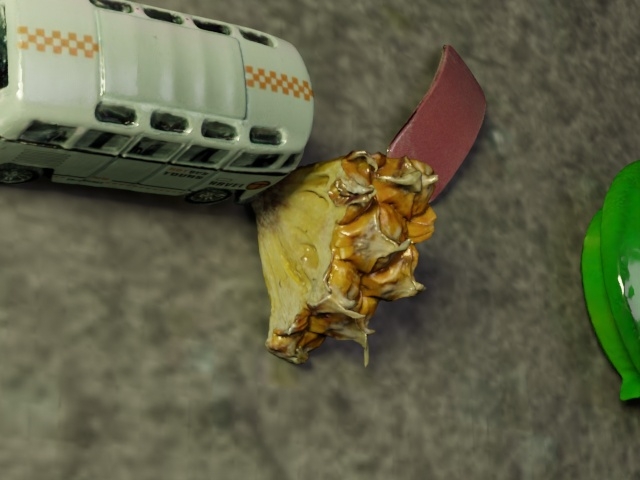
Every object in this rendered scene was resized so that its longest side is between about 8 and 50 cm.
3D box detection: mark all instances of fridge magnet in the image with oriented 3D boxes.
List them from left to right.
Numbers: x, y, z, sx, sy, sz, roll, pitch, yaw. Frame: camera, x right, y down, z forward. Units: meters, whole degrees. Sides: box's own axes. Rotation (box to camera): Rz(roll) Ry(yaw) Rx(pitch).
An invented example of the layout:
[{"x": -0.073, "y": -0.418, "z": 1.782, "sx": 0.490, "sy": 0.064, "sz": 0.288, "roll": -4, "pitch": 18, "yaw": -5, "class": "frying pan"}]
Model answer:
[{"x": 0.273, "y": 0.038, "z": 0.932, "sx": 0.208, "sy": 0.088, "sz": 0.208, "roll": 18, "pitch": 64, "yaw": -42, "class": "fridge magnet"}]

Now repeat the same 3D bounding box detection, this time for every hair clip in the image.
[{"x": 0.084, "y": -0.084, "z": 0.830, "sx": 0.054, "sy": 0.022, "sz": 0.137, "roll": 52, "pitch": 46, "yaw": -24, "class": "hair clip"}]

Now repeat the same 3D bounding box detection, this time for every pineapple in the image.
[{"x": 0.000, "y": 0.000, "z": 0.674, "sx": 0.069, "sy": 0.137, "sz": 0.116, "roll": 10, "pitch": 27, "yaw": -47, "class": "pineapple"}]

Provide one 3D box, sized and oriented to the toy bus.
[{"x": -0.087, "y": -0.070, "z": 0.593, "sx": 0.193, "sy": 0.089, "sz": 0.087, "roll": 6, "pitch": 72, "yaw": -38, "class": "toy bus"}]
